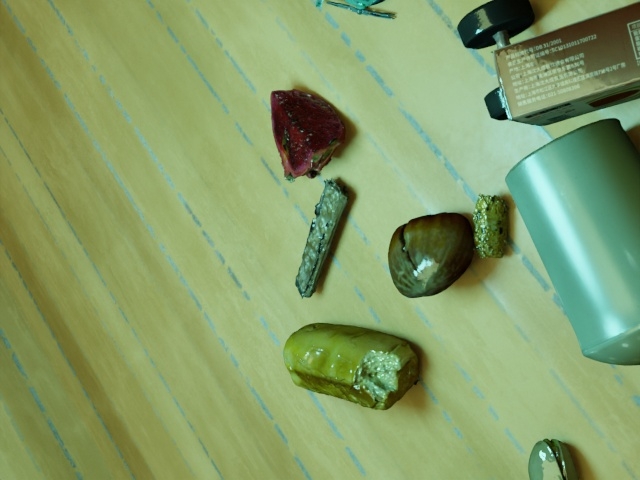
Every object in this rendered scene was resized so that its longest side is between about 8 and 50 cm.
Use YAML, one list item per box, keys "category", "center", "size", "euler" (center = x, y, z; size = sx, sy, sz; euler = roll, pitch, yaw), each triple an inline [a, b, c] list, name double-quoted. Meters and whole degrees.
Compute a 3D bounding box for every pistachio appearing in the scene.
- category: "pistachio"
  center: [0.502, 0.502, 1.931]
  size: [0.113, 0.113, 0.149]
  euler: [-10, 94, 43]

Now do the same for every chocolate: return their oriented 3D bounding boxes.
- category: "chocolate"
  center: [0.005, -0.001, 2.300]
  size: [0.102, 0.065, 0.329]
  euler: [-113, 36, -55]

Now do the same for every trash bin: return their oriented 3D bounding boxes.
- category: "trash bin"
  center: [0.549, 0.018, 1.667]
  size: [0.280, 0.280, 0.432]
  euler: [-37, 71, 41]

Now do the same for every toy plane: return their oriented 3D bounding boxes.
- category: "toy plane"
  center: [0.079, -0.581, 2.107]
  size: [0.235, 0.060, 0.096]
  euler: [22, 127, 33]

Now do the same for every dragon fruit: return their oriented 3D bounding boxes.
- category: "dragon fruit"
  center: [-0.033, -0.243, 2.250]
  size: [0.262, 0.134, 0.212]
  euler: [60, 145, 35]

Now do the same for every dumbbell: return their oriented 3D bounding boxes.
- category: "dumbbell"
  center: [0.382, -0.367, 1.808]
  size: [0.152, 0.152, 0.218]
  euler: [-24, 83, 43]

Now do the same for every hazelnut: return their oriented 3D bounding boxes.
- category: "hazelnut"
  center: [0.242, 0.030, 2.008]
  size: [0.212, 0.180, 0.181]
  euler: [-36, 77, 42]

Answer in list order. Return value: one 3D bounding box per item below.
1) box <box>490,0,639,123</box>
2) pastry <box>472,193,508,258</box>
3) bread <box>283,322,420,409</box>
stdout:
- category: "box"
  center: [0.519, -0.305, 1.492]
  size: [0.385, 0.344, 0.122]
  euler: [-15, 89, 24]
- category: "pastry"
  center: [0.372, -0.031, 1.951]
  size: [0.056, 0.080, 0.140]
  euler: [-153, 67, -66]
- category: "bread"
  center: [0.072, 0.296, 2.225]
  size: [0.344, 0.195, 0.149]
  euler: [6, 124, 41]
